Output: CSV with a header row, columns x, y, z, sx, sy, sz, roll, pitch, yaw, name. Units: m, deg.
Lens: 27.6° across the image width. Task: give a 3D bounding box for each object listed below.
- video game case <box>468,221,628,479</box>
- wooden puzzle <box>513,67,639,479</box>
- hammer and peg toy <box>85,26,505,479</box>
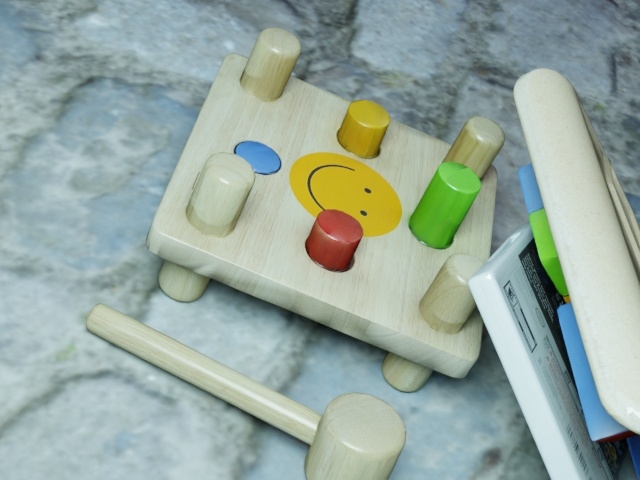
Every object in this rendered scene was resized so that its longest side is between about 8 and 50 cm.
x,y,z,sx,sy,sz,roll,pitch,yaw,name
0.168,0.091,0.933,0.190,0.022,0.173,66,24,-4,video game case
0.235,0.089,0.950,0.348,0.080,0.322,46,26,-41,wooden puzzle
0.000,0.000,0.964,0.265,0.127,0.361,23,39,-5,hammer and peg toy
